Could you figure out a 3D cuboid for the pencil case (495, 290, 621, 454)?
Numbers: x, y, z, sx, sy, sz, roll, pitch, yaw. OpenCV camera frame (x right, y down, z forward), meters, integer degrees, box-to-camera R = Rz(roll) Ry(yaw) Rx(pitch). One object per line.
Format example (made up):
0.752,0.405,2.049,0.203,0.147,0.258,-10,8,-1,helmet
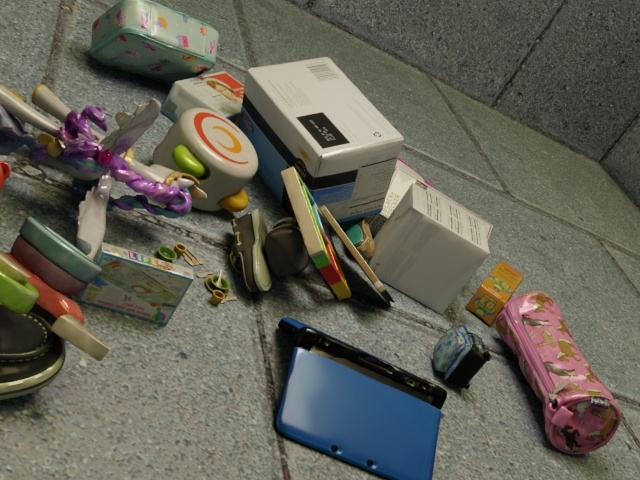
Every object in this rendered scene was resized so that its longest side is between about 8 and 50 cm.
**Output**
0.504,0.275,1.927,0.160,0.167,0.386,-10,33,-2,pencil case

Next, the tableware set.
-0.221,0.058,1.603,0.154,0.024,0.104,45,27,22,tableware set

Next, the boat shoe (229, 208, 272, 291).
-0.138,0.026,1.712,0.228,0.068,0.081,-97,167,-55,boat shoe

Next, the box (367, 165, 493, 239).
0.265,-0.034,2.200,0.290,0.087,0.169,32,54,-4,box

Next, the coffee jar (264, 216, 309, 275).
-0.060,0.011,1.741,0.184,0.079,0.096,-73,149,-80,coffee jar

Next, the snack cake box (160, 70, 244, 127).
-0.254,-0.328,2.186,0.152,0.089,0.264,35,24,9,snack cake box

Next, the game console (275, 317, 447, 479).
0.051,0.274,1.535,0.293,0.173,0.250,27,-5,-16,game console

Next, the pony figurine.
-0.384,-0.140,1.508,0.363,0.303,0.351,27,10,1,pony figurine

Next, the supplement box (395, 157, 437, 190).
0.184,-0.155,2.370,0.220,0.114,0.111,42,25,21,supplement box

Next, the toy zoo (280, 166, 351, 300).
0.000,0.000,1.778,0.293,0.030,0.192,58,11,-62,toy zoo

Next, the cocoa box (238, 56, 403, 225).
-0.013,-0.226,2.058,0.231,0.228,0.347,-15,49,-29,cocoa box

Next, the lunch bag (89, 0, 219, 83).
-0.395,-0.463,2.129,0.279,0.224,0.108,14,70,-40,lunch bag

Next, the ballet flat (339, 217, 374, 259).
0.087,-0.018,2.081,0.067,0.073,0.206,53,18,-28,ballet flat

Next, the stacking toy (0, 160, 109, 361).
-0.388,0.005,1.189,0.279,0.130,0.309,31,-9,45,stacking toy

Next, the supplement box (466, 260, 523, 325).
0.434,0.127,2.200,0.078,0.080,0.233,36,27,10,supplement box

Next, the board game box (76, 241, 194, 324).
-0.291,0.070,1.400,0.154,0.103,0.026,20,28,-28,board game box

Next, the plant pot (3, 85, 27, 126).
-0.583,-0.232,1.624,0.081,0.083,0.081,30,25,-6,plant pot

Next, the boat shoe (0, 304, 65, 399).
-0.540,0.057,1.070,0.500,0.156,0.187,25,24,-22,boat shoe

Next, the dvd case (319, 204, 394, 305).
0.079,0.035,1.879,0.221,0.018,0.164,54,1,18,dvd case

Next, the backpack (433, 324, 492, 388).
0.281,0.226,1.804,0.084,0.105,0.114,30,20,-10,backpack

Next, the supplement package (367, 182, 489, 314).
0.243,0.017,2.028,0.203,0.194,0.149,30,26,-9,supplement package

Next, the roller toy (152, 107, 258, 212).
-0.238,-0.161,1.835,0.209,0.146,0.191,21,36,-37,roller toy
